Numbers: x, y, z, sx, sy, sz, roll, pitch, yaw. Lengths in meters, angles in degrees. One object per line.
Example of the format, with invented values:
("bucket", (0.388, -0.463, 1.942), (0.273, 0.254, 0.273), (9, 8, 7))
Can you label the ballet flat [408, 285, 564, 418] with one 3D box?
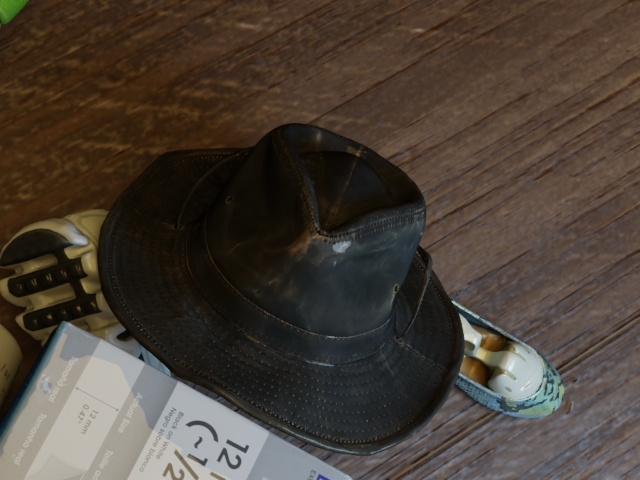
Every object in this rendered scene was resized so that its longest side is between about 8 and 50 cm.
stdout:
("ballet flat", (0.134, 0.096, 1.476), (0.188, 0.070, 0.070), (28, 76, -11))

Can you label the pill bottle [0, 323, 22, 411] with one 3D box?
("pill bottle", (-0.320, 0.157, 1.272), (0.131, 0.131, 0.229), (26, 61, -11))

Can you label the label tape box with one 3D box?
("label tape box", (-0.093, 0.249, 1.227), (0.348, 0.115, 0.249), (29, 73, -5))

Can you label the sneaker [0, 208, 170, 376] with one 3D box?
("sneaker", (-0.153, 0.112, 1.371), (0.110, 0.118, 0.292), (-10, 102, 25))

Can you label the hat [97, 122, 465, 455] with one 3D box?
("hat", (0.000, 0.000, 1.326), (0.331, 0.134, 0.331), (22, 35, -16))

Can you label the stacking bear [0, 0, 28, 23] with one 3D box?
("stacking bear", (-0.303, -0.199, 1.347), (0.164, 0.175, 0.289), (34, 82, -11))
